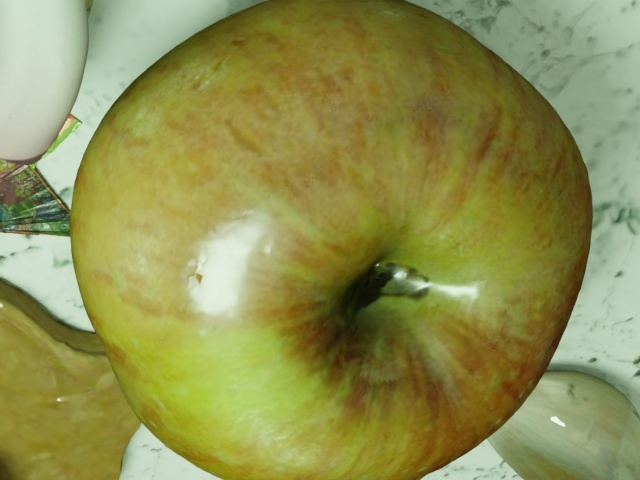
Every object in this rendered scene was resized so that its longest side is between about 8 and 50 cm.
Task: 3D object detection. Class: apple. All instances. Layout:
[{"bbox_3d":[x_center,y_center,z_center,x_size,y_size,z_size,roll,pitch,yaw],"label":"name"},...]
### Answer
[{"bbox_3d":[0.000,0.000,0.930,0.400,0.333,0.400,-6,107,-20],"label":"apple"}]

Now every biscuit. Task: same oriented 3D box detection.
[{"bbox_3d":[-0.374,0.201,1.127,0.365,0.062,0.385,27,113,-25],"label":"biscuit"}]

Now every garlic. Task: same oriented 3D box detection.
[{"bbox_3d":[0.242,0.193,1.227,0.266,0.128,0.148,42,95,-18],"label":"garlic"}]

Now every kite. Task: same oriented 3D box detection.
[{"bbox_3d":[-0.271,-0.059,1.017,0.159,0.010,0.190,-29,123,6],"label":"kite"}]

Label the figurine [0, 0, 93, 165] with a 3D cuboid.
[{"bbox_3d":[-0.220,-0.257,0.795,0.206,0.284,0.316,8,145,-26],"label":"figurine"}]
